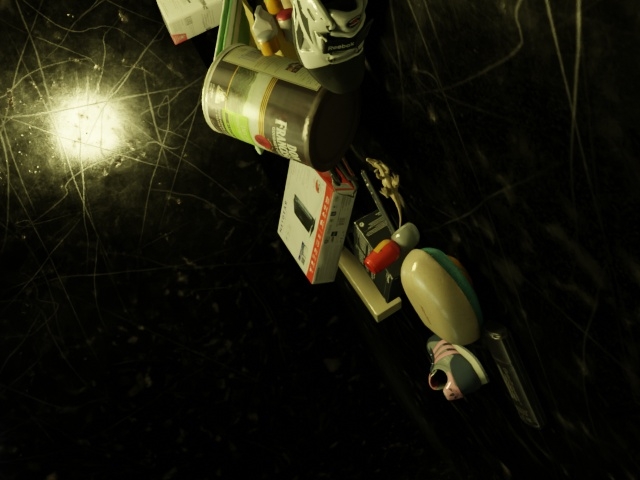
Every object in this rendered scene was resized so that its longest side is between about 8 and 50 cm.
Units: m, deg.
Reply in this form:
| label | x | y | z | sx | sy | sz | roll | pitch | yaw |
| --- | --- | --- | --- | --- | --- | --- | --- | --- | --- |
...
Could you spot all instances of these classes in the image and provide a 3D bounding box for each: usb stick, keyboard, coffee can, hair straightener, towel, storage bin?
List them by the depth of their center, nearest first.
| label | x | y | z | sx | sy | sz | roll | pitch | yaw |
| --- | --- | --- | --- | --- | --- | --- | --- | --- | --- |
| coffee can | -0.080 | -0.284 | 1.307 | 0.275 | 0.202 | 0.201 | 24 | 157 | 24 |
| usb stick | 0.415 | 0.287 | 1.317 | 0.278 | 0.045 | 0.077 | 62 | 165 | -22 |
| towel | -0.184 | -0.405 | 1.502 | 0.325 | 0.038 | 0.248 | 71 | -162 | -59 |
| keyboard | 0.149 | -0.093 | 1.547 | 0.180 | 0.023 | 0.108 | 64 | -168 | 3 |
| hair straightener | 0.030 | -0.212 | 1.705 | 0.230 | 0.089 | 0.047 | 61 | 171 | -14 |
| storage bin | 0.090 | -0.048 | 1.978 | 0.122 | 0.084 | 0.180 | 63 | 172 | -31 |

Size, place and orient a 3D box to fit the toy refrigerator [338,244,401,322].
| label | x | y | z | sx | sy | sz | roll | pitch | yaw |
| --- | --- | --- | --- | --- | --- | --- | --- | --- | --- |
| toy refrigerator | 0.167 | 0.145 | 2.169 | 0.270 | 0.102 | 0.094 | 55 | 172 | 24 |

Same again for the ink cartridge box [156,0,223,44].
| label | x | y | z | sx | sy | sz | roll | pitch | yaw |
| --- | --- | --- | --- | --- | --- | --- | --- | --- | --- |
| ink cartridge box | -0.378 | -0.715 | 1.902 | 0.092 | 0.217 | 0.158 | 64 | 173 | 3 |

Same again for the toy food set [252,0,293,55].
| label | x | y | z | sx | sy | sz | roll | pitch | yaw |
| --- | --- | --- | --- | --- | --- | --- | --- | --- | --- |
| toy food set | -0.089 | -0.484 | 1.262 | 0.232 | 0.111 | 0.105 | -83 | -23 | -45 |

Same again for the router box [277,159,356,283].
| label | x | y | z | sx | sy | sz | roll | pitch | yaw |
| --- | --- | --- | --- | --- | --- | --- | --- | --- | --- |
| router box | -0.021 | -0.085 | 1.939 | 0.301 | 0.082 | 0.336 | 53 | 139 | 47 |

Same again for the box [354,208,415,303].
| label | x | y | z | sx | sy | sz | roll | pitch | yaw |
| --- | --- | --- | --- | --- | --- | --- | --- | --- | --- |
| box | 0.179 | 0.045 | 1.691 | 0.184 | 0.103 | 0.261 | 60 | 173 | 18 |

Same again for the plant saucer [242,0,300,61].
| label | x | y | z | sx | sy | sz | roll | pitch | yaw |
| --- | --- | --- | --- | --- | --- | --- | --- | --- | --- |
| plant saucer | -0.085 | -0.446 | 1.572 | 0.333 | 0.081 | 0.333 | 56 | 171 | 25 |

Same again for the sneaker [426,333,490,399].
| label | x | y | z | sx | sy | sz | roll | pitch | yaw |
| --- | --- | --- | --- | --- | --- | --- | --- | --- | --- |
| sneaker | 0.339 | 0.347 | 1.715 | 0.112 | 0.131 | 0.319 | 60 | 173 | -8 |

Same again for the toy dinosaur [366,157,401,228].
| label | x | y | z | sx | sy | sz | roll | pitch | yaw |
| --- | --- | --- | --- | --- | --- | --- | --- | --- | --- |
| toy dinosaur | 0.161 | -0.121 | 1.413 | 0.183 | 0.053 | 0.092 | 66 | -171 | 8 |

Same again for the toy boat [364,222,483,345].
| label | x | y | z | sx | sy | sz | roll | pitch | yaw |
| --- | --- | --- | --- | --- | --- | --- | --- | --- | --- |
| toy boat | 0.237 | 0.073 | 1.364 | 0.318 | 0.148 | 0.267 | 41 | 167 | 45 |

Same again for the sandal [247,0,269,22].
| label | x | y | z | sx | sy | sz | roll | pitch | yaw |
| --- | --- | --- | --- | --- | --- | --- | --- | --- | --- |
| sandal | -0.145 | -0.558 | 1.403 | 0.067 | 0.040 | 0.179 | -25 | 66 | 45 |

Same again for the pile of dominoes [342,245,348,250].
| label | x | y | z | sx | sy | sz | roll | pitch | yaw |
| --- | --- | --- | --- | --- | --- | --- | --- | --- | --- |
| pile of dominoes | 0.149 | 0.110 | 2.389 | 0.251 | 0.040 | 0.196 | 61 | 172 | -12 |

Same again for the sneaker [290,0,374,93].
| label | x | y | z | sx | sy | sz | roll | pitch | yaw |
| --- | --- | --- | --- | --- | --- | --- | --- | --- | --- |
| sneaker | 0.021 | -0.364 | 1.028 | 0.146 | 0.122 | 0.331 | 55 | 172 | 42 |
